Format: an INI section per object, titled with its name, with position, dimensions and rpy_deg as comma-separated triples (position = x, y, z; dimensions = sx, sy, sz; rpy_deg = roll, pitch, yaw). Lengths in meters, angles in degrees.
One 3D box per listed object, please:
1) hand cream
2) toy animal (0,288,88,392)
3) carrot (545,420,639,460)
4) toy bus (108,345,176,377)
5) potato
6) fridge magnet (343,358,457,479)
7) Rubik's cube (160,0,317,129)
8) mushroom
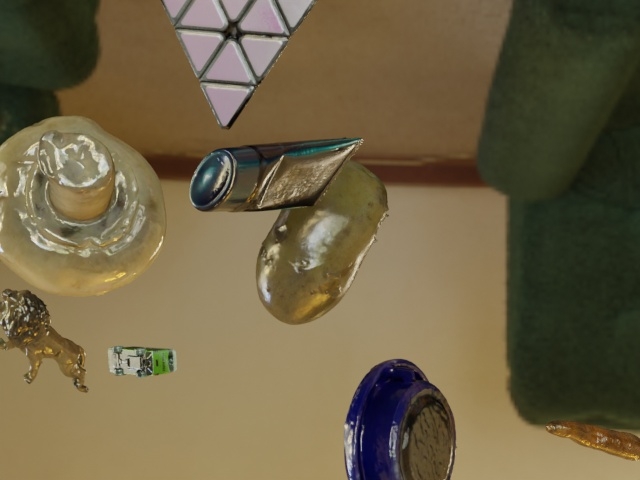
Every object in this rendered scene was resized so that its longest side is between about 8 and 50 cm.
[hand cream]
position = -0.051, -0.081, 1.487
dimensions = 0.270, 0.061, 0.120
rpy_deg = -10, 141, -57
[toy animal]
position = -0.353, 0.145, 1.542
dimensions = 0.086, 0.069, 0.219
rpy_deg = -31, 141, -3
[carrot]
position = 0.358, 0.257, 1.573
dimensions = 0.165, 0.035, 0.036
rpy_deg = 17, 158, -22
[toy bus]
position = -0.188, 0.125, 1.255
dimensions = 0.037, 0.031, 0.083
rpy_deg = -5, -178, -41
[potato]
position = 0.000, 0.000, 1.766
dimensions = 0.165, 0.262, 0.165
rpy_deg = 23, 165, 6
[fridge magnet]
position = 0.125, 0.315, 1.866
dimensions = 0.113, 0.265, 0.265
rpy_deg = -2, 162, 35
[Rubik's cube]
position = -0.135, -0.230, 1.508
dimensions = 0.191, 0.178, 0.211
rpy_deg = 14, 165, -20
[mushroom]
position = -0.397, -0.066, 1.944
dimensions = 0.315, 0.314, 0.336
rpy_deg = 5, 166, -8
